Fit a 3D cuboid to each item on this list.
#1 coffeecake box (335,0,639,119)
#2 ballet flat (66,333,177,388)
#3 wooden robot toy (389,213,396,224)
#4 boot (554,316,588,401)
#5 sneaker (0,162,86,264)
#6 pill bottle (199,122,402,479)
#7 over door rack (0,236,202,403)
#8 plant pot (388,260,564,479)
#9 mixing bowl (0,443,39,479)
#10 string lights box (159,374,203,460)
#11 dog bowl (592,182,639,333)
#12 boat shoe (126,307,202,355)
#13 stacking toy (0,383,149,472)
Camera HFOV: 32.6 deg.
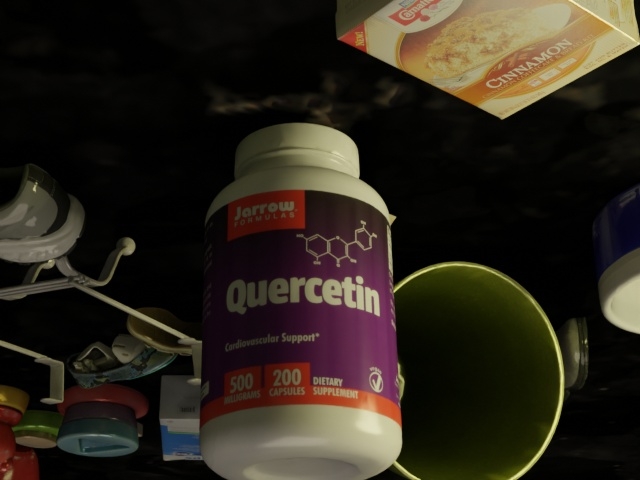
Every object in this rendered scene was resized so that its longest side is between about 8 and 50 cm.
[{"bbox_3d":[0.127,-0.178,0.837,0.186,0.068,0.142,19,149,-35],"label":"coffeecake box"},{"bbox_3d":[-0.289,0.166,1.558,0.188,0.070,0.070,-21,149,28],"label":"ballet flat"},{"bbox_3d":[0.000,0.000,1.194,0.173,0.079,0.076,5,154,-14],"label":"wooden robot toy"},{"bbox_3d":[0.295,0.179,1.598,0.161,0.083,0.246,5,153,0],"label":"boot"},{"bbox_3d":[-0.381,-0.026,1.117,0.272,0.100,0.108,-11,140,11],"label":"sneaker"},{"bbox_3d":[-0.021,0.058,1.030,0.182,0.322,0.181,-2,155,-1],"label":"pill bottle"},{"bbox_3d":[-0.308,0.082,1.303,0.240,0.108,0.324,-10,147,20],"label":"over door rack"},{"bbox_3d":[0.117,0.180,1.417,0.275,0.274,0.293,9,169,-21],"label":"plant pot"},{"bbox_3d":[-0.573,0.402,1.953,0.182,0.098,0.181,24,-176,-2],"label":"mixing bowl"},{"bbox_3d":[-0.198,0.301,1.823,0.134,0.076,0.259,2,155,-6],"label":"string lights box"},{"bbox_3d":[0.442,0.016,1.224,0.265,0.104,0.265,-2,155,-1],"label":"dog bowl"},{"bbox_3d":[-0.207,0.129,1.487,0.048,0.056,0.153,-27,152,34],"label":"boat shoe"},{"bbox_3d":[-0.439,0.339,1.829,0.309,0.130,0.279,-2,154,1],"label":"stacking toy"}]
